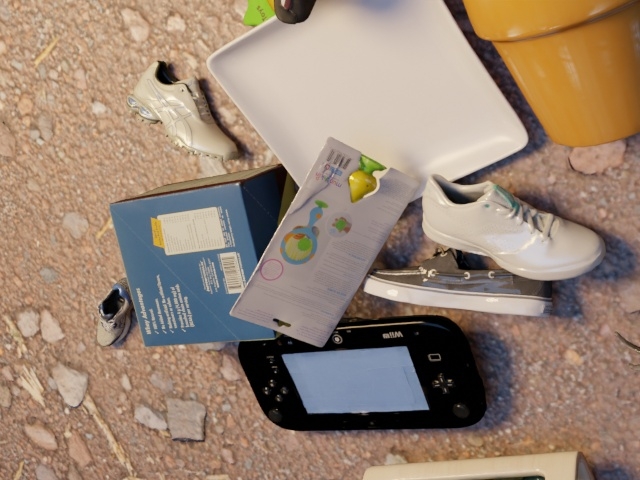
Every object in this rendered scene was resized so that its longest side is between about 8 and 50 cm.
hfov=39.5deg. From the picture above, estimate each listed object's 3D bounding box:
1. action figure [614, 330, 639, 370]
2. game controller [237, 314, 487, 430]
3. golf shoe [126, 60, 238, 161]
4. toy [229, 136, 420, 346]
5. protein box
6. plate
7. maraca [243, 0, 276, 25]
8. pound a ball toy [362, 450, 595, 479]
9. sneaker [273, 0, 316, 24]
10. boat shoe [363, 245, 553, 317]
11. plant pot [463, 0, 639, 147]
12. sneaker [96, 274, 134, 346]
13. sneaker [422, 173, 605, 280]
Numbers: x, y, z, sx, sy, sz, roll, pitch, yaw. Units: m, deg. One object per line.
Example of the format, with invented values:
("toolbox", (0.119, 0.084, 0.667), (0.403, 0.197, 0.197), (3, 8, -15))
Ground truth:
("action figure", (0.440, 0.107, 0.900), (0.276, 0.141, 0.164), (-18, 107, 28))
("game controller", (0.047, 0.171, 1.135), (0.319, 0.067, 0.166), (-8, 126, 27))
("golf shoe", (-0.173, -0.169, 1.167), (0.176, 0.069, 0.086), (34, 110, 13))
("toy", (0.000, 0.000, 1.055), (0.137, 0.056, 0.237), (24, 106, -29))
("protein box", (-0.135, 0.020, 1.159), (0.201, 0.136, 0.199), (-7, 101, 28))
("plate", (0.055, -0.167, 1.025), (0.278, 0.045, 0.277), (-26, 113, 29))
("maraca", (-0.021, -0.298, 1.035), (0.186, 0.099, 0.127), (-40, 74, 33))
("pound a ball toy", (0.191, 0.363, 1.118), (0.319, 0.135, 0.208), (-12, 124, 28))
("sneaker", (0.061, -0.325, 0.857), (0.163, 0.106, 0.281), (19, 114, -3))
("boat shoe", (0.162, 0.043, 1.058), (0.229, 0.080, 0.076), (5, 89, 28))
("plant pot", (0.262, -0.203, 0.880), (0.205, 0.205, 0.187), (-11, 114, 28))
("sneaker", (-0.308, 0.105, 1.313), (0.052, 0.058, 0.135), (35, 117, 14))
("sneaker", (0.210, -0.022, 0.994), (0.212, 0.080, 0.094), (15, 139, 23))
